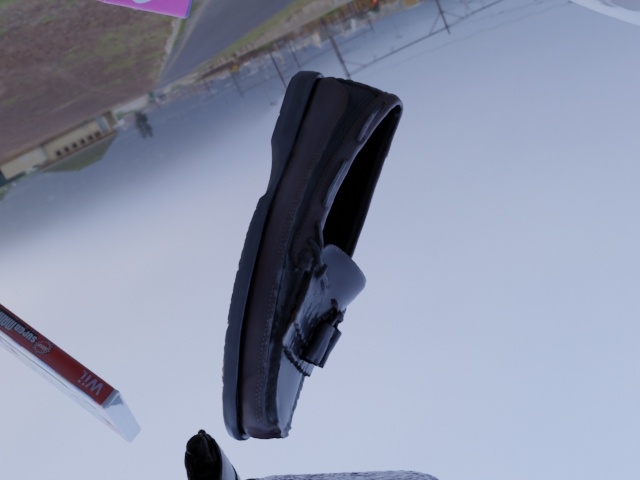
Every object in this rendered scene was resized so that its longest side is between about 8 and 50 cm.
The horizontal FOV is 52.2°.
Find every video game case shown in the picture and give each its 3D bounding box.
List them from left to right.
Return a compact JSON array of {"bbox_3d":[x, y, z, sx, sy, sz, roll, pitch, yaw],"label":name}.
[{"bbox_3d":[-0.336,0.126,0.756,0.025,0.285,0.204,-53,170,-26],"label":"video game case"}]

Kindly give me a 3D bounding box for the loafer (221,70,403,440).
[{"bbox_3d":[0.000,0.000,0.494,0.095,0.109,0.303,6,-114,10],"label":"loafer"}]

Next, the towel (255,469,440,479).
[{"bbox_3d":[0.015,0.259,0.559,0.227,0.076,0.308,-3,169,4],"label":"towel"}]

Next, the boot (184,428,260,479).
[{"bbox_3d":[-0.115,0.351,0.907,0.091,0.229,0.263,-31,-159,-8],"label":"boot"}]

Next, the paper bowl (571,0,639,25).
[{"bbox_3d":[0.305,-0.280,0.577,0.284,0.148,0.284,10,-146,-7],"label":"paper bowl"}]

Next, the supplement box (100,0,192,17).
[{"bbox_3d":[-0.229,-0.329,0.741,0.113,0.111,0.220,18,-163,5],"label":"supplement box"}]
